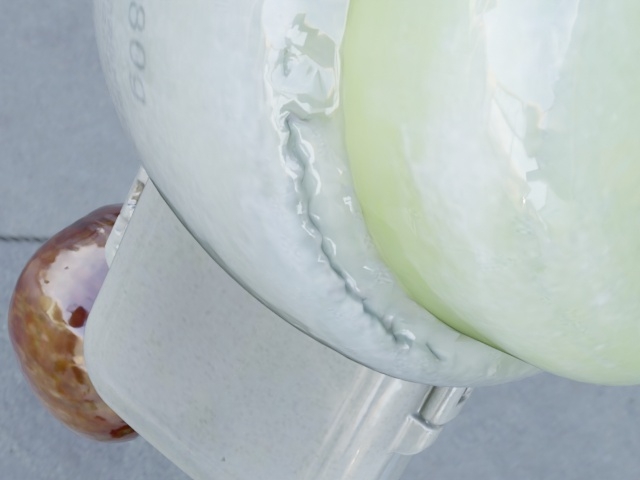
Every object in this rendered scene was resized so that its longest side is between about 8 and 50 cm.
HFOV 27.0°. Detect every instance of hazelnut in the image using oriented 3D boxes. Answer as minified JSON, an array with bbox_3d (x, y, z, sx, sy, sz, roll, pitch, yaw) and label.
[{"bbox_3d":[-0.194,0.076,1.289,0.218,0.218,0.234,24,95,-12],"label":"hazelnut"}]

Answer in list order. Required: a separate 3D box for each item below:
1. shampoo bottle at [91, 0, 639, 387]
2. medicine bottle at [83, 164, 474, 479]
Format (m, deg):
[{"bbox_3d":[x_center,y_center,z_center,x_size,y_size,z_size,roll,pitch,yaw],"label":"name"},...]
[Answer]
[{"bbox_3d":[0.066,-0.101,0.588,0.322,0.322,0.317,-21,28,-35],"label":"shampoo bottle"},{"bbox_3d":[0.000,0.000,0.893,0.282,0.375,0.123,35,20,23],"label":"medicine bottle"}]
